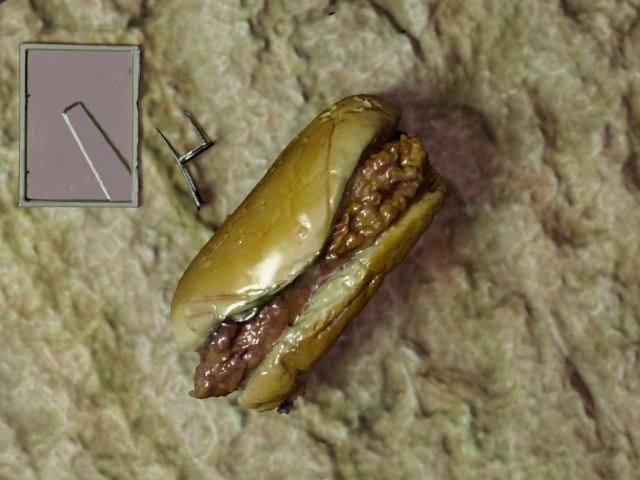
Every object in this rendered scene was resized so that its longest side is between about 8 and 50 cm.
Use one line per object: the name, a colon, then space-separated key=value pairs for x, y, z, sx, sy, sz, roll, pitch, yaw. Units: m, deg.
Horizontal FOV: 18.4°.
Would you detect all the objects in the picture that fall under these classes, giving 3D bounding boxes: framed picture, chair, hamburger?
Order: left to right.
framed picture: x=-0.218 y=-0.103 z=1.782 sx=0.109 sy=0.011 sz=0.149 roll=1 pitch=91 yaw=-11
chair: x=-0.113 y=-0.074 z=1.790 sx=0.042 sy=0.037 sz=0.086 roll=-27 pitch=92 yaw=1
hamburger: x=0.000 y=0.000 z=1.752 sx=0.155 sy=0.245 sz=0.282 roll=39 pitch=39 yaw=-4

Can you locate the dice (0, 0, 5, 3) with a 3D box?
dice: x=-0.318 y=-0.289 z=1.670 sx=0.194 sy=0.192 sz=0.193 roll=-35 pitch=95 yaw=-10
